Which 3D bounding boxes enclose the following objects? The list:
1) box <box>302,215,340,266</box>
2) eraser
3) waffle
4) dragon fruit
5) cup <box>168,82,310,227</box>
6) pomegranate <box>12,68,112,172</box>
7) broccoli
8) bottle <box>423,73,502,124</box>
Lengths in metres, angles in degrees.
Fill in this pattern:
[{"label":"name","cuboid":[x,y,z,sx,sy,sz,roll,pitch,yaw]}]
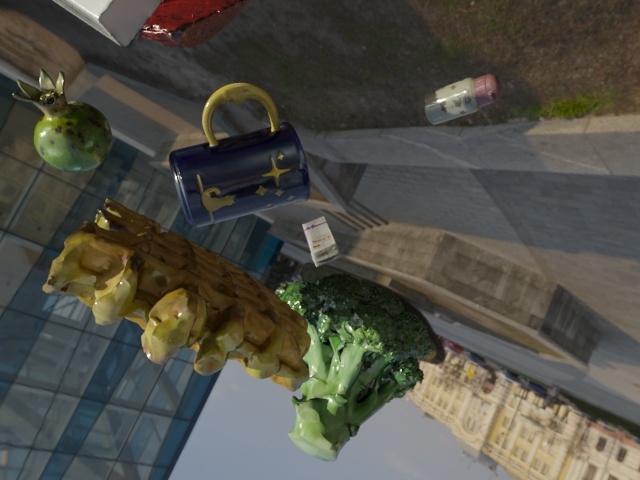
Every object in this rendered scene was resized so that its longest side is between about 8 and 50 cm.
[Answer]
[{"label":"box","cuboid":[0.000,0.000,0.825,0.117,0.050,0.036,-108,-4,-60]},{"label":"eraser","cuboid":[-0.447,-0.495,0.833,0.287,0.130,0.086,37,179,16]},{"label":"waffle","cuboid":[-0.134,0.035,0.416,0.309,0.065,0.283,27,178,24]},{"label":"dragon fruit","cuboid":[-0.366,-0.591,1.183,0.282,0.344,0.100,19,138,19]},{"label":"cup","cuboid":[-0.179,-0.174,0.913,0.256,0.255,0.178,-16,-167,-15]},{"label":"pomegranate","cuboid":[-0.538,-0.239,0.919,0.156,0.156,0.220,19,153,45]},{"label":"broccoli","cuboid":[0.025,0.183,0.668,0.269,0.270,0.270,13,144,10]},{"label":"bottle","cuboid":[0.456,-0.455,1.405,0.233,0.110,0.110,-11,150,40]}]
